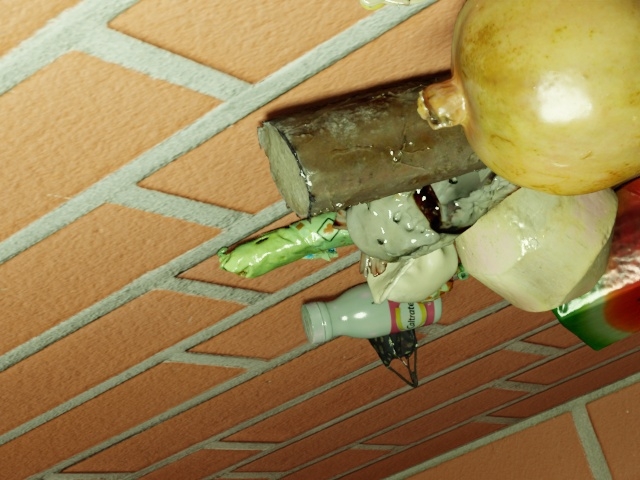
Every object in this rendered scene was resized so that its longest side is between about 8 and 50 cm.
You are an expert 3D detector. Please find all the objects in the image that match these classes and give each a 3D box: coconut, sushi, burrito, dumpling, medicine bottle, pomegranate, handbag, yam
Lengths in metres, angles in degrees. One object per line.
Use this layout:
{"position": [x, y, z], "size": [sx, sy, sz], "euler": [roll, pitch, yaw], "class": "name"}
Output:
{"position": [0.307, -0.014, 1.870], "size": [0.237, 0.237, 0.197], "euler": [-11, -169, -18], "class": "coconut"}
{"position": [0.150, -0.065, 1.722], "size": [0.130, 0.124, 0.332], "euler": [-12, 161, -42], "class": "sushi"}
{"position": [0.000, 0.000, 1.881], "size": [0.288, 0.054, 0.104], "euler": [-17, 162, -4], "class": "burrito"}
{"position": [0.139, 0.012, 1.947], "size": [0.216, 0.126, 0.166], "euler": [6, 129, -53], "class": "dumpling"}
{"position": [0.081, 0.112, 2.183], "size": [0.217, 0.090, 0.090], "euler": [-12, 160, -14], "class": "medicine bottle"}
{"position": [0.232, -0.165, 1.375], "size": [0.270, 0.229, 0.252], "euler": [-9, 158, -8], "class": "pomegranate"}
{"position": [0.141, 0.193, 2.379], "size": [0.072, 0.139, 0.115], "euler": [-20, 161, -18], "class": "handbag"}
{"position": [0.080, -0.109, 1.536], "size": [0.280, 0.131, 0.131], "euler": [-15, 160, -13], "class": "yam"}

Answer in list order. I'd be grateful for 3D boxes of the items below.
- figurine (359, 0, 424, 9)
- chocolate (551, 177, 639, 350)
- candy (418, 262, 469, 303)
{"position": [0.069, -0.240, 1.312], "size": [0.083, 0.047, 0.050], "euler": [-9, 169, -10], "class": "figurine"}
{"position": [0.523, 0.029, 2.226], "size": [0.341, 0.161, 0.360], "euler": [-26, 158, 14], "class": "chocolate"}
{"position": [0.232, 0.038, 2.178], "size": [0.288, 0.084, 0.078], "euler": [-13, 165, -43], "class": "candy"}
